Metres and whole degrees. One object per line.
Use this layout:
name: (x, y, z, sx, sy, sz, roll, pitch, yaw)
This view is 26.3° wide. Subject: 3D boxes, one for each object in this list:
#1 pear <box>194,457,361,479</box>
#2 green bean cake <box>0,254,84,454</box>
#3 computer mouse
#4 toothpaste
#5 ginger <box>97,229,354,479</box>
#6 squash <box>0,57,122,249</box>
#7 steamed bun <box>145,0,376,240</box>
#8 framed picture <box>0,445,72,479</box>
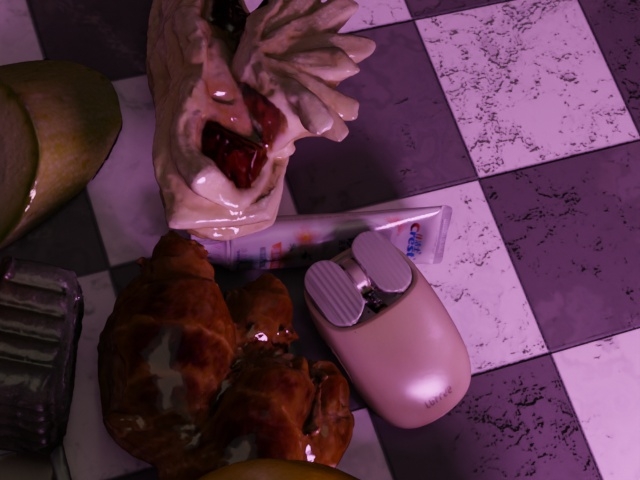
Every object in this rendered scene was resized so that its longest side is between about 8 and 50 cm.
pear: (0.026, 0.342, 1.311, 0.191, 0.386, 0.340, -33, 42, -8)
green bean cake: (-0.314, 0.129, 1.501, 0.094, 0.181, 0.173, 7, 56, -5)
computer mouse: (0.082, 0.109, 1.631, 0.145, 0.082, 0.236, -31, 88, -11)
toothpaste: (0.000, 0.000, 1.687, 0.323, 0.100, 0.066, -3, 43, -10)
ginger: (-0.113, 0.161, 1.552, 0.274, 0.152, 0.357, -32, 78, -22)
squash: (-0.357, -0.120, 1.699, 0.204, 0.155, 0.237, -33, 75, 16)
steamed bun: (-0.075, -0.198, 1.669, 0.247, 0.189, 0.428, 14, 50, -22)
framed picture: (-0.358, 0.357, 1.491, 0.216, 0.016, 0.273, -11, 70, -17)
